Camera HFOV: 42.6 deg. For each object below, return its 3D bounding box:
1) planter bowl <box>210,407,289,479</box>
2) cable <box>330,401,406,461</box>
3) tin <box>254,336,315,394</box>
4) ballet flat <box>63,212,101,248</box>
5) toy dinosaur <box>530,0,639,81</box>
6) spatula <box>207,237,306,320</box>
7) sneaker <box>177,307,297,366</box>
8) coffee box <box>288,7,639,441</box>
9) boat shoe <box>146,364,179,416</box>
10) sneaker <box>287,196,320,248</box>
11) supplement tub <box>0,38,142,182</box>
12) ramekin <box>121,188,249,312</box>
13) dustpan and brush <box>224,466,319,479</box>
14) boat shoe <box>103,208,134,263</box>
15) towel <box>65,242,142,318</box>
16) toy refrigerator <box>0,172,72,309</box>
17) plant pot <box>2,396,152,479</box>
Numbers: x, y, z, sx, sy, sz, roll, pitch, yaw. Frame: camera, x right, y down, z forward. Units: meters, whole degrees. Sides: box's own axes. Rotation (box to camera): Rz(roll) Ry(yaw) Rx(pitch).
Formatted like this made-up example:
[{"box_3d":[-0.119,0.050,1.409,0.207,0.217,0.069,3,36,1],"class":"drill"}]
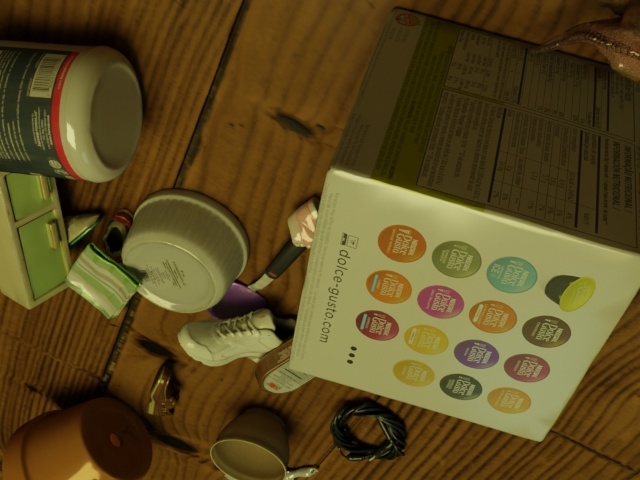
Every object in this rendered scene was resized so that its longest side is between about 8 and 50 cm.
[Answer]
[{"box_3d":[-0.132,0.417,1.695,0.162,0.109,0.162,11,135,11],"class":"planter bowl"},{"box_3d":[0.096,0.385,1.626,0.150,0.047,0.185,9,133,12],"class":"cable"},{"box_3d":[-0.030,0.210,1.455,0.189,0.040,0.106,-34,136,12],"class":"tin"},{"box_3d":[-0.447,-0.013,1.450,0.052,0.057,0.168,46,130,-10],"class":"ballet flat"},{"box_3d":[0.376,-0.197,0.871,0.295,0.200,0.127,11,134,11],"class":"toy dinosaur"},{"box_3d":[-0.095,0.066,1.409,0.084,0.030,0.296,32,134,-15],"class":"spatula"},{"box_3d":[-0.134,0.157,1.436,0.232,0.090,0.115,6,136,-33],"class":"sneaker"},{"box_3d":[0.181,-0.021,1.010,0.334,0.338,0.338,16,135,4],"class":"coffee box"},{"box_3d":[-0.321,0.315,1.706,0.060,0.064,0.178,18,142,-4],"class":"boat shoe"},{"box_3d":[0.000,0.000,1.292,0.070,0.051,0.134,-29,110,22],"class":"sneaker"},{"box_3d":[-0.412,-0.189,1.175,0.272,0.191,0.191,7,133,14],"class":"supplement tub"},{"box_3d":[-0.231,0.027,1.368,0.207,0.109,0.207,10,135,11],"class":"ramekin"},{"box_3d":[-0.093,0.538,1.840,0.211,0.060,0.147,-14,127,39],"class":"dustpan and brush"},{"box_3d":[-0.357,0.002,1.438,0.049,0.043,0.137,24,136,-6],"class":"boat shoe"},{"box_3d":[-0.370,0.071,1.382,0.113,0.023,0.152,39,142,-9],"class":"towel"},{"box_3d":[-0.495,-0.027,1.374,0.094,0.102,0.270,22,129,30],"class":"toy refrigerator"},{"box_3d":[-0.509,0.477,1.792,0.203,0.291,0.291,-36,113,23],"class":"plant pot"}]
